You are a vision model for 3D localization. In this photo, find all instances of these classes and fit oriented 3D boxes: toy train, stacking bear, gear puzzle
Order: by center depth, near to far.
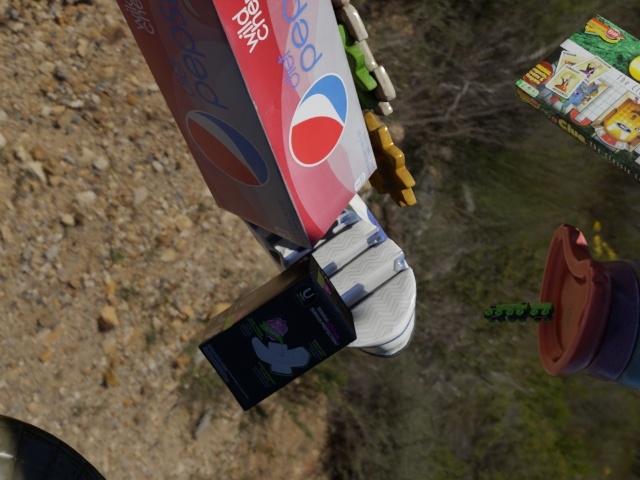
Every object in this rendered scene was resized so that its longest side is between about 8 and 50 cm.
[{"bbox_3d":[-0.012,-0.170,0.754,0.044,0.175,0.339,-30,107,-8],"label":"gear puzzle"},{"bbox_3d":[0.228,0.082,1.071,0.017,0.083,0.024,63,39,-33],"label":"toy train"},{"bbox_3d":[0.414,0.097,1.082,0.288,0.175,0.164,8,112,-3],"label":"stacking bear"}]

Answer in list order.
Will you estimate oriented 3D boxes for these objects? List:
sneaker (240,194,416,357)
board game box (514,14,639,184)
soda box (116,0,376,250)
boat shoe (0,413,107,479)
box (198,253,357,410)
[{"bbox_3d":[0.001,0.001,0.937,0.127,0.316,0.182,-31,152,0],"label":"sneaker"},{"bbox_3d":[0.349,-0.134,1.000,0.136,0.259,0.030,-39,150,-14],"label":"board game box"},{"bbox_3d":[-0.045,-0.112,0.560,0.083,0.092,0.263,-52,147,-22],"label":"soda box"},{"bbox_3d":[-0.227,0.147,0.576,0.223,0.073,0.080,30,49,-19],"label":"boat shoe"},{"bbox_3d":[-0.026,0.056,0.587,0.083,0.062,0.052,-33,99,6],"label":"box"}]
